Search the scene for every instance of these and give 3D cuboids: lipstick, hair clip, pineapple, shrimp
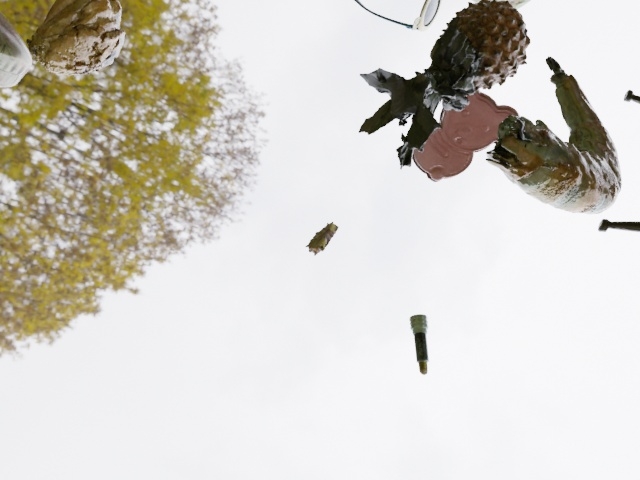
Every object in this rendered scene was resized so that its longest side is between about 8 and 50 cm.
[{"bbox_3d":[0.195,0.202,1.362,0.037,0.037,0.116,-18,-120,29],"label":"lipstick"},{"bbox_3d":[0.200,-0.152,1.011,0.138,0.123,0.102,-53,-170,-2],"label":"hair clip"},{"bbox_3d":[0.000,0.000,1.157,0.045,0.019,0.083,-30,-162,37],"label":"pineapple"},{"bbox_3d":[0.151,-0.198,0.848,0.130,0.277,0.119,-22,-75,48],"label":"pineapple"},{"bbox_3d":[0.326,-0.127,0.908,0.185,0.287,0.068,48,-41,-7],"label":"shrimp"}]

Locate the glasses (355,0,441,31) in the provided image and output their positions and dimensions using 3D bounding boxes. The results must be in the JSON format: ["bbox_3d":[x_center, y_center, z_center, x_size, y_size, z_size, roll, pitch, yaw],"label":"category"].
[{"bbox_3d":[0.166,-0.519,1.376,0.220,0.088,0.189,35,-59,47],"label":"glasses"}]

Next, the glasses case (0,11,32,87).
[{"bbox_3d":[-0.559,-0.364,0.982,0.098,0.156,0.425,-48,-110,9],"label":"glasses case"}]

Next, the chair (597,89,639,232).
[{"bbox_3d":[0.798,-0.173,1.257,0.410,0.362,0.364,20,-116,5],"label":"chair"}]

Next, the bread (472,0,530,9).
[{"bbox_3d":[0.369,-0.676,1.529,0.155,0.187,0.338,-19,-112,38],"label":"bread"}]

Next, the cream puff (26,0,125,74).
[{"bbox_3d":[-0.314,-0.272,0.923,0.119,0.104,0.133,-6,-133,53],"label":"cream puff"}]
